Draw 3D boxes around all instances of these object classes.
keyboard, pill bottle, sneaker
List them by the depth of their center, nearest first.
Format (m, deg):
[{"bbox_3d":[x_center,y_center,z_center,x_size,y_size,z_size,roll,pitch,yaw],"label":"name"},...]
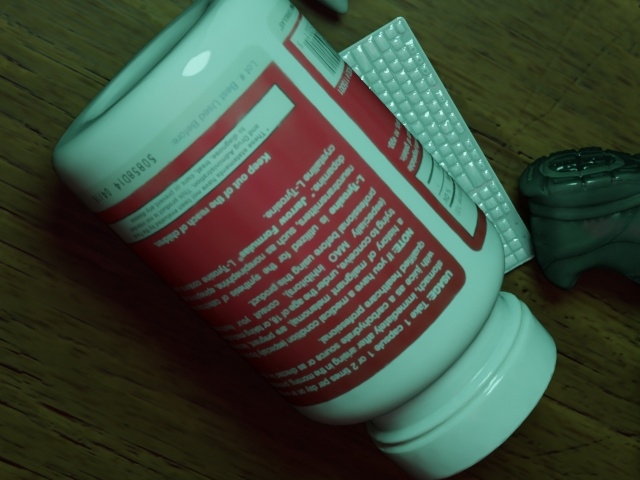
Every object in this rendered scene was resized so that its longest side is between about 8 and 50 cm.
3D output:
[{"bbox_3d":[0.000,0.000,1.106,0.229,0.229,0.407,-43,106,4],"label":"pill bottle"},{"bbox_3d":[0.106,-0.074,1.212,0.072,0.014,0.256,-32,106,1],"label":"keyboard"},{"bbox_3d":[0.323,-0.024,1.219,0.286,0.109,0.130,-6,112,3],"label":"sneaker"}]

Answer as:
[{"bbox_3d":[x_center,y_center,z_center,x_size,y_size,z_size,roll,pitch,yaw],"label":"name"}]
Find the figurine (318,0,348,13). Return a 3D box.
[{"bbox_3d":[-0.019,-0.298,1.078,0.210,0.092,0.215,22,124,-17],"label":"figurine"}]
